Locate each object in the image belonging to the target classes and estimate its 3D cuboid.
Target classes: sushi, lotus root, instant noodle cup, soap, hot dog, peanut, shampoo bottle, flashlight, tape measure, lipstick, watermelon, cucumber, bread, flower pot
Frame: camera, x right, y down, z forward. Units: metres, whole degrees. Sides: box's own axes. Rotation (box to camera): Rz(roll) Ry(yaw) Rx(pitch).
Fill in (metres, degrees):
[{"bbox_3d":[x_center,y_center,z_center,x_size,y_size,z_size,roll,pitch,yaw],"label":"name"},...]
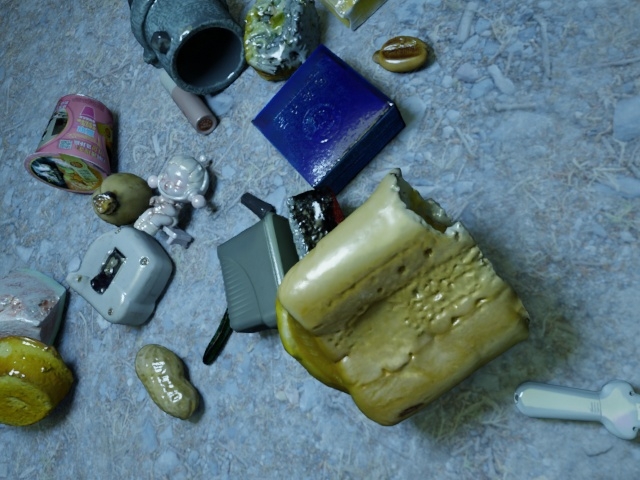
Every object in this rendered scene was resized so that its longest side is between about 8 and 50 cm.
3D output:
[{"bbox_3d":[-0.102,-0.532,1.145,0.184,0.139,0.275,0,80,27],"label":"sushi"},{"bbox_3d":[-0.559,-0.111,1.220,0.140,0.257,0.155,32,99,-12],"label":"lotus root"},{"bbox_3d":[-0.757,-0.308,1.351,0.243,0.244,0.255,-10,65,22],"label":"instant noodle cup"},{"bbox_3d":[0.057,-0.706,1.144,0.173,0.089,0.274,-40,65,9],"label":"soap"},{"bbox_3d":[0.190,-0.443,1.038,0.140,0.060,0.090,1,73,18],"label":"hot dog"},{"bbox_3d":[0.000,0.000,0.951,0.126,0.136,0.225,-21,88,-6],"label":"sushi"},{"bbox_3d":[-0.382,0.346,1.074,0.108,0.095,0.226,-50,64,10],"label":"peanut"},{"bbox_3d":[-0.152,-0.081,1.115,0.137,0.027,0.048,34,94,27],"label":"shampoo bottle"},{"bbox_3d":[0.443,0.283,0.745,0.200,0.047,0.093,-3,75,26],"label":"flashlight"},{"bbox_3d":[-0.559,0.094,1.201,0.258,0.130,0.265,29,90,30],"label":"tape measure"},{"bbox_3d":[-0.397,-0.420,1.288,0.070,0.070,0.254,-43,64,9],"label":"lipstick"},{"bbox_3d":[-0.884,0.227,1.274,0.192,0.232,0.311,11,68,-10],"label":"watermelon"},{"bbox_3d":[-0.248,0.232,1.078,0.036,0.033,0.184,26,90,9],"label":"cucumber"},{"bbox_3d":[-0.824,0.393,1.189,0.268,0.268,0.146,-29,28,15],"label":"bread"},{"bbox_3d":[-0.383,-0.582,1.210,0.299,0.299,0.283,-37,72,12],"label":"flower pot"},{"bbox_3d":[0.113,0.114,0.799,0.394,0.250,0.361,-40,98,13],"label":"bread"}]

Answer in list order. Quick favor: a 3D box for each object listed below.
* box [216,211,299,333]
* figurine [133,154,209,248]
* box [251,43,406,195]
[{"bbox_3d":[-0.127,0.093,1.011,0.178,0.138,0.274,-24,66,23],"label":"box"},{"bbox_3d":[-0.382,-0.122,1.179,0.182,0.144,0.257,31,94,48],"label":"figurine"},{"bbox_3d":[0.011,-0.288,1.049,0.261,0.116,0.279,-46,62,9],"label":"box"}]
